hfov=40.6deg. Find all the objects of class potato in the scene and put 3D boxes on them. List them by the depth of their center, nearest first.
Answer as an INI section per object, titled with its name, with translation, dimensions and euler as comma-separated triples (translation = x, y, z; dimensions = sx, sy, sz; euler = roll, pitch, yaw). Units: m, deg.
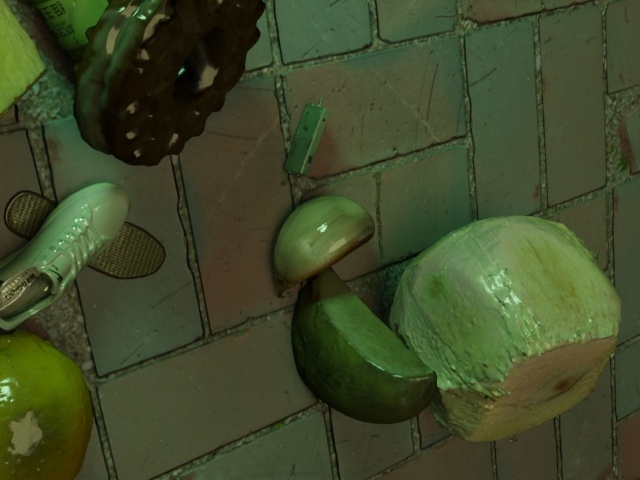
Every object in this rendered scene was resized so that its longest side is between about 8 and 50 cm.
[potato]
translation = 0.071, 0.206, 1.430
dimensions = 0.112, 0.255, 0.269
euler = -25, 114, -30

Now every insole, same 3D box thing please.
[insole]
translation = -0.335, -0.003, 1.252
dimensions = 0.253, 0.005, 0.086
euler = 23, 87, -36

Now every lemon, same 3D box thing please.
[lemon]
translation = -0.403, 0.245, 1.138
dimensions = 0.204, 0.204, 0.260
euler = 3, 91, -36

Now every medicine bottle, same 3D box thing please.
[medicine bottle]
translation = -0.327, -0.342, 1.109
dimensions = 0.124, 0.124, 0.238
euler = -42, 122, -20

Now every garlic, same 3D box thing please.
[garlic]
translation = -0.006, -0.007, 1.429
dimensions = 0.207, 0.128, 0.115
euler = -36, 96, -15

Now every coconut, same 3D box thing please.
[coconut]
translation = 0.318, 0.125, 1.537
dimensions = 0.405, 0.405, 0.404
euler = -9, 106, -33

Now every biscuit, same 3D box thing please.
[biscuit]
translation = -0.193, -0.244, 1.136
dimensions = 0.103, 0.332, 0.332
euler = 34, 77, 10

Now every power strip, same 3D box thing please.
[power strip]
translation = -0.019, -0.169, 1.407
dimensions = 0.019, 0.051, 0.136
euler = 21, 88, -40

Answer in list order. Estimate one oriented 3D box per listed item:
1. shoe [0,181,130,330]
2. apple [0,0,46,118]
[shoe]
translation = -0.354, 0.027, 1.177
dimensions = 0.265, 0.110, 0.095
euler = -42, 122, -14
[apple]
translation = -0.491, -0.219, 0.946
dimensions = 0.314, 0.252, 0.309
euler = -48, 111, -19
